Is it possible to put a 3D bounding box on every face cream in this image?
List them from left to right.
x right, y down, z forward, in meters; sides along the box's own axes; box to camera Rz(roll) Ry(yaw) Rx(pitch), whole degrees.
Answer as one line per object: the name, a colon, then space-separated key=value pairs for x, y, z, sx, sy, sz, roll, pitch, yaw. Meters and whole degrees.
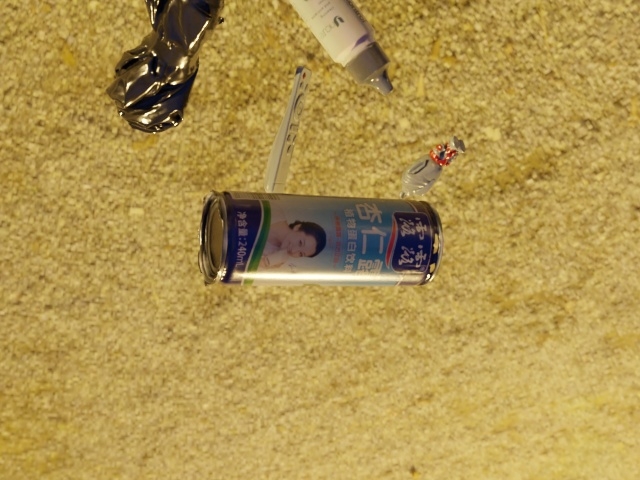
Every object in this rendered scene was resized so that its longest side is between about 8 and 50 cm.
face cream: x=0.027 y=-0.380 z=1.381 sx=0.092 sy=0.092 sz=0.311 roll=-35 pitch=92 yaw=23

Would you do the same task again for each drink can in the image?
drink can: x=0.000 y=0.000 z=0.805 sx=0.235 sy=0.097 sz=0.097 roll=2 pitch=135 yaw=-23

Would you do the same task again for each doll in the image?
doll: x=0.233 y=-0.153 z=1.694 sx=0.180 sy=0.079 sz=0.094 roll=-43 pitch=145 yaw=23

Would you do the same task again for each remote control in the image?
remote control: x=-0.048 y=-0.153 z=1.117 sx=0.027 sy=0.050 sz=0.184 roll=17 pitch=98 yaw=13

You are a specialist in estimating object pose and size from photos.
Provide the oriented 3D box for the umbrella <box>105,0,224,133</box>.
umbrella: x=-0.170 y=-0.264 z=0.984 sx=0.118 sy=0.118 sz=0.340 roll=17 pitch=137 yaw=-24
